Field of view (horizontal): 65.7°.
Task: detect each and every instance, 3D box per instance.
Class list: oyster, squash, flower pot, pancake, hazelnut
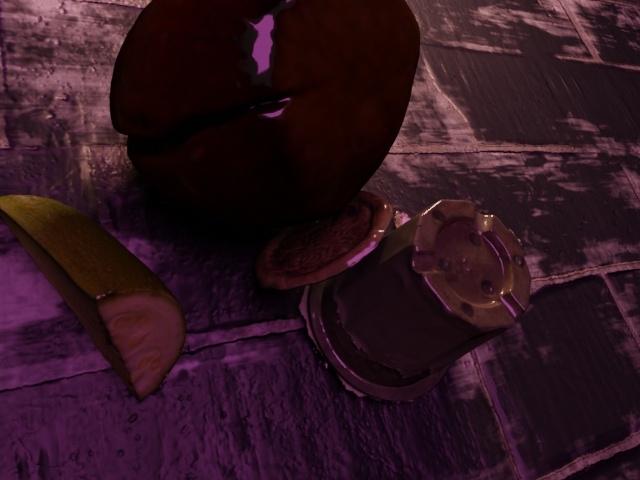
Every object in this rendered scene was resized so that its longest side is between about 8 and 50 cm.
[{"bbox_3d":[0.174,-0.021,0.950,0.083,0.019,0.054,29,54,-7],"label":"oyster"},{"bbox_3d":[-0.305,0.053,0.680,0.289,0.203,0.111,27,48,34],"label":"squash"},{"bbox_3d":[0.147,0.082,0.737,0.291,0.259,0.290,11,62,-21],"label":"flower pot"},{"bbox_3d":[0.000,0.000,0.743,0.029,0.235,0.211,58,14,-27],"label":"pancake"},{"bbox_3d":[-0.064,-0.210,0.720,0.402,0.402,0.429,37,65,-3],"label":"hazelnut"}]

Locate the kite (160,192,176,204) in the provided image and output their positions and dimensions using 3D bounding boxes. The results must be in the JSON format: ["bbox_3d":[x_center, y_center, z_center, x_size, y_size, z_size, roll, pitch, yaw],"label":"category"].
[{"bbox_3d":[-0.199,-0.136,0.840,0.321,0.016,0.233,37,56,-2],"label":"kite"}]
